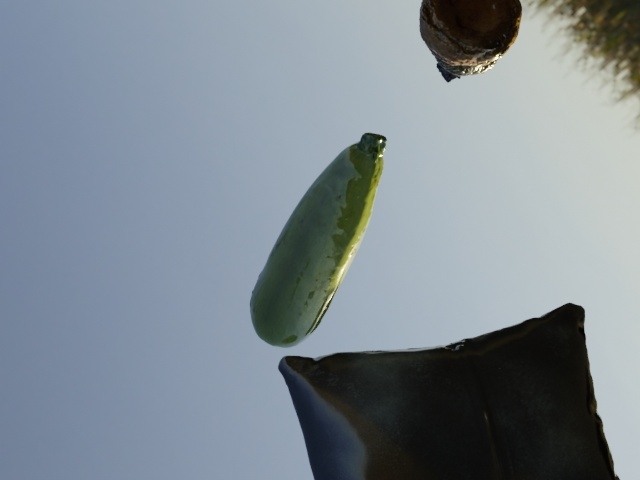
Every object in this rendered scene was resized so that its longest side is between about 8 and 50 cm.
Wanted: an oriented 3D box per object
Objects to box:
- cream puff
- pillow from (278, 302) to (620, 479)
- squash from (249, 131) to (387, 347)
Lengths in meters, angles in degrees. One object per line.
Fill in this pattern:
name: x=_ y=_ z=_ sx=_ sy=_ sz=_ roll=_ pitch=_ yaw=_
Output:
cream puff: x=0.246 y=-0.351 z=1.902 sx=0.183 sy=0.183 sz=0.169 roll=56 pitch=165 yaw=18
pillow: x=0.102 y=0.154 z=0.825 sx=0.106 sy=0.250 sz=0.186 roll=112 pitch=147 yaw=-72
squash: x=-0.001 y=-0.003 z=1.578 sx=0.118 sy=0.370 sz=0.118 roll=20 pitch=-155 yaw=-10
